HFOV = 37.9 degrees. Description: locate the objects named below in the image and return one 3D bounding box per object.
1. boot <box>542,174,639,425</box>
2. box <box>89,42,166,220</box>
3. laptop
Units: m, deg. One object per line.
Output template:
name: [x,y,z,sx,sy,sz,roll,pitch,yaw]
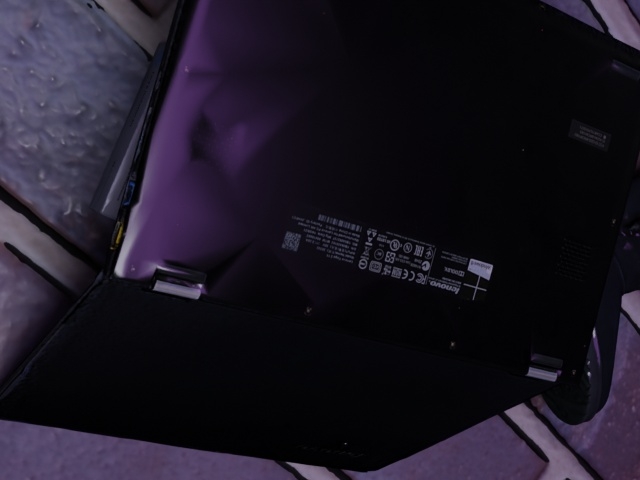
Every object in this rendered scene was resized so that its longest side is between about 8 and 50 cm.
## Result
boot: [0.321,0.051,0.963,0.207,0.094,0.247,-11,99,-22]
box: [-0.075,-0.056,0.770,0.186,0.038,0.145,24,88,-30]
laptop: [0.000,0.000,0.719,0.382,0.236,0.408,16,89,-30]
